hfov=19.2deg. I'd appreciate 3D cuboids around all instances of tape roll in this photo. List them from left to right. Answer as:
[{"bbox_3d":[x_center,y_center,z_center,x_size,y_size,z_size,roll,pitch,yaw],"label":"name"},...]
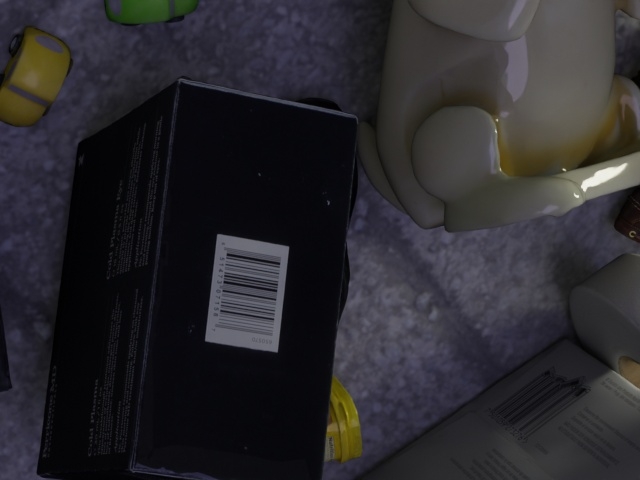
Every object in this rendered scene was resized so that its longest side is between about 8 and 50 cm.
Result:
[{"bbox_3d":[0.400,0.187,1.980,0.072,0.392,0.392,-33,114,-7],"label":"tape roll"}]

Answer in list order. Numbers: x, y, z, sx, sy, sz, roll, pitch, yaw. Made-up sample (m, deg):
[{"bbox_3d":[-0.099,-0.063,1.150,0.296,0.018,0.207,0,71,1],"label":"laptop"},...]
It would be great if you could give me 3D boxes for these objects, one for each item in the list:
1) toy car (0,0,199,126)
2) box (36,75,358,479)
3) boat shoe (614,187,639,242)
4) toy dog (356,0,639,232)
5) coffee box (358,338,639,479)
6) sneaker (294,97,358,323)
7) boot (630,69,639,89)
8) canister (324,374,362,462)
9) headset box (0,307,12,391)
[{"bbox_3d":[-0.220,-0.231,1.816,0.225,0.053,0.239,-10,109,-16],"label":"toy car"},{"bbox_3d":[-0.119,0.058,1.743,0.179,0.312,0.343,10,79,-22],"label":"box"},{"bbox_3d":[0.418,0.008,2.106,0.207,0.073,0.073,31,100,-16],"label":"boat shoe"},{"bbox_3d":[0.168,-0.230,1.826,0.285,0.395,0.407,-14,94,-29],"label":"toy dog"},{"bbox_3d":[0.269,0.370,2.016,0.338,0.337,0.334,-34,114,-7],"label":"coffee box"},{"bbox_3d":[0.000,0.000,1.925,0.107,0.124,0.283,0,106,-20],"label":"sneaker"},{"bbox_3d":[0.435,-0.085,2.047,0.236,0.089,0.269,-49,117,-20],"label":"boot"},{"bbox_3d":[-0.056,0.198,1.967,0.170,0.126,0.073,-12,110,-14],"label":"canister"},{"bbox_3d":[-0.434,0.033,1.780,0.246,0.131,0.283,-11,110,-16],"label":"headset box"}]
